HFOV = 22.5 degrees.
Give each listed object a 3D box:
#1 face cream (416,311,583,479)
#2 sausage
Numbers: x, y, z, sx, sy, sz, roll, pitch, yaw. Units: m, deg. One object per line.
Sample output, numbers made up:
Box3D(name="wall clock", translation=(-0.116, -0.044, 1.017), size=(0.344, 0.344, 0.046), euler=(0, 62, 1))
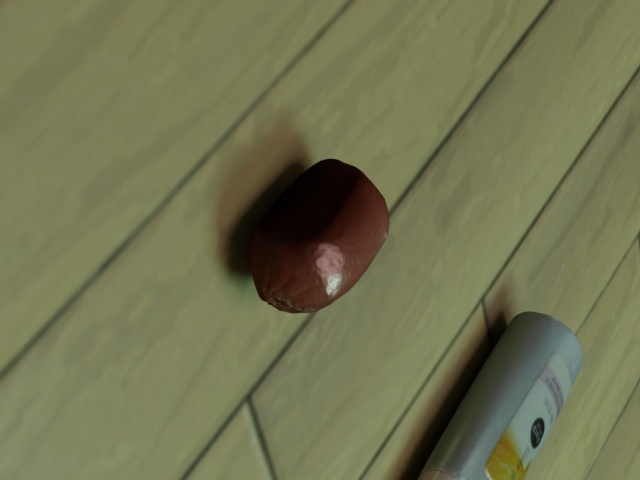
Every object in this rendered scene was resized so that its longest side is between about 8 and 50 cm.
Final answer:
Box3D(name="face cream", translation=(0.112, 0.139, 1.071), size=(0.198, 0.057, 0.084), euler=(-57, 143, -33))
Box3D(name="sausage", translation=(0.000, 0.000, 0.831), size=(0.094, 0.059, 0.054), euler=(-53, 147, -40))
